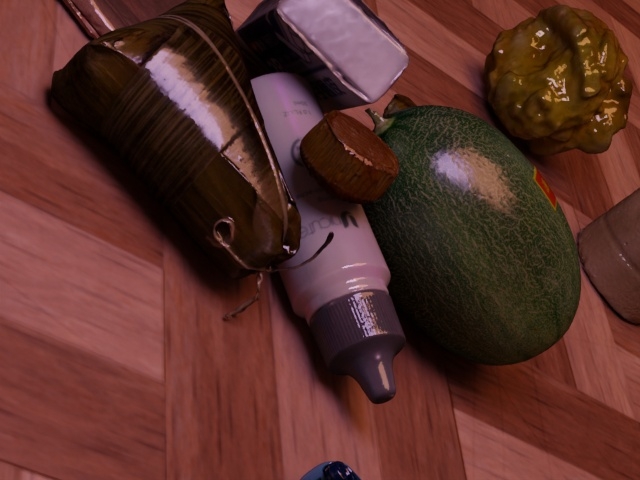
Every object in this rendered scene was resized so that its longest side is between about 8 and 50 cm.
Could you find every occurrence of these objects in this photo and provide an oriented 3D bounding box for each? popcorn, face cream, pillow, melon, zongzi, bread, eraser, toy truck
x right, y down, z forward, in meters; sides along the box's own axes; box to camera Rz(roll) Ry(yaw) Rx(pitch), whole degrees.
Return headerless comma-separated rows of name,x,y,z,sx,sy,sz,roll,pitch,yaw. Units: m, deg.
popcorn,0.304,-0.205,1.637,0.155,0.197,0.197,39,29,-49
face cream,0.000,0.000,1.102,0.092,0.092,0.311,12,48,-46
pillow,-0.165,-0.233,1.188,0.135,0.034,0.211,55,32,-1
melon,0.128,-0.011,1.181,0.288,0.182,0.182,54,28,-21
zongzi,-0.069,-0.096,1.081,0.248,0.111,0.241,50,39,-2
bread,0.021,-0.065,1.065,0.085,0.053,0.085,32,25,-17
eraser,-0.006,-0.180,1.199,0.124,0.068,0.210,42,-9,-13
toy truck,0.023,0.204,0.958,0.090,0.056,0.073,24,32,-57
bread,0.412,0.007,1.580,0.134,0.141,0.148,32,35,-31

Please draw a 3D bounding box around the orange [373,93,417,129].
orange,0.125,-0.075,1.321,0.170,0.112,0.160,20,2,41
